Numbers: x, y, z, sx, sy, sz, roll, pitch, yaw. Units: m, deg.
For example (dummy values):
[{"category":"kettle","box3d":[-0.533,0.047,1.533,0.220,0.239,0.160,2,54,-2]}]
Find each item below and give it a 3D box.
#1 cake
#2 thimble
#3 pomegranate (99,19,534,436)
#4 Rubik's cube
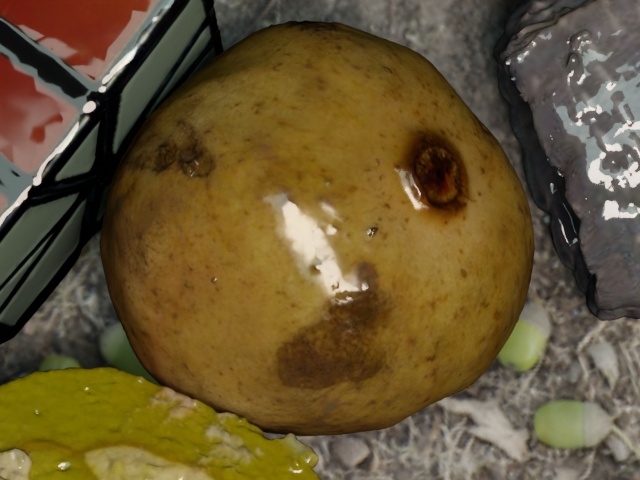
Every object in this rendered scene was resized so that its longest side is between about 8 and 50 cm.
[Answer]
[{"category":"cake","box3d":[-0.110,0.190,1.141,0.260,0.156,0.179,19,57,5]},{"category":"thimble","box3d":[0.223,-0.071,1.255,0.172,0.205,0.236,-21,116,-3]},{"category":"pomegranate","box3d":[0.000,0.000,1.214,0.281,0.281,0.281,0,84,0]},{"category":"Rubik's cube","box3d":[-0.256,-0.119,1.224,0.283,0.288,0.293,40,83,3]}]
